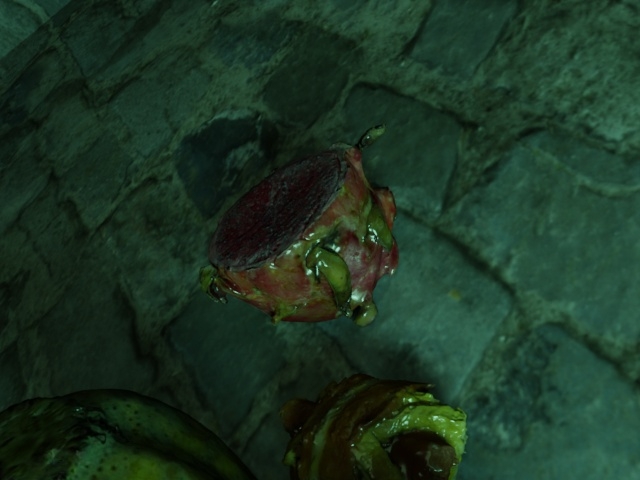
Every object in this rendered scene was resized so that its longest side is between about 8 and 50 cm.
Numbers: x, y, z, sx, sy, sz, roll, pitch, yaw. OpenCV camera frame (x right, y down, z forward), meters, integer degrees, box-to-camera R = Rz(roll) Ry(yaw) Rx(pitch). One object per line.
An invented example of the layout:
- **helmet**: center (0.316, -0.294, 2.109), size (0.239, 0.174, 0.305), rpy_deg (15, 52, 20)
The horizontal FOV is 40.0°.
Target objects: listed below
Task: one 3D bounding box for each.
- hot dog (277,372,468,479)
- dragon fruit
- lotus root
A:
- **hot dog**: center (0.038, 0.189, 0.828), size (0.213, 0.103, 0.146), rpy_deg (3, 56, 43)
- **dragon fruit**: center (0.000, 0.000, 1.025), size (0.282, 0.147, 0.211), rpy_deg (-41, 29, -4)
- **lotus root**: center (-0.149, 0.271, 0.727), size (0.250, 0.346, 0.250), rpy_deg (-20, 37, 16)
